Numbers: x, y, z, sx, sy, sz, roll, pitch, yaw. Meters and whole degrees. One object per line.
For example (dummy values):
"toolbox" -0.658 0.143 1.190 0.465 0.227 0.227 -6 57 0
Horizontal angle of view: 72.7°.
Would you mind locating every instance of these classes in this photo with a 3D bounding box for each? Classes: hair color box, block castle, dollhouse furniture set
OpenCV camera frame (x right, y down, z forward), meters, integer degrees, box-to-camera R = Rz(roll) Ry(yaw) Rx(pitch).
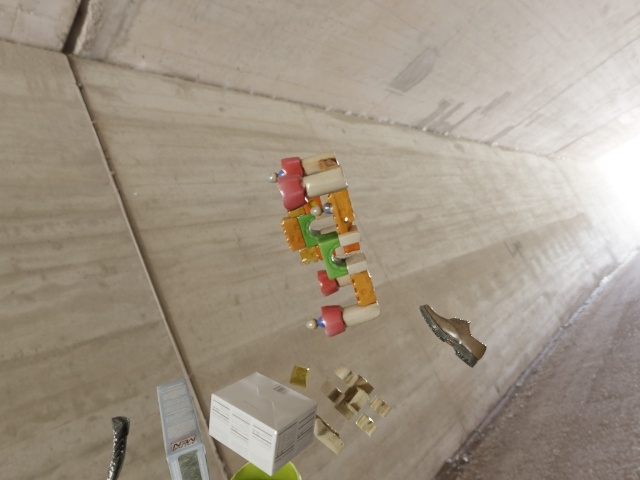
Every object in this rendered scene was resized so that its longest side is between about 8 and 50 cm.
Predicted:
"hair color box" -0.465 0.653 1.463 0.113 0.186 0.374 -11 20 -21
"block castle" 0.000 0.000 1.192 0.212 0.454 0.303 -16 23 4
"dollhouse furniture set" 0.076 0.578 1.506 0.242 0.212 0.161 -48 10 -13

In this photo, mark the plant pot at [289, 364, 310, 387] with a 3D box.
"plant pot" -0.091 0.608 1.967 0.081 0.081 0.083 16 -32 0

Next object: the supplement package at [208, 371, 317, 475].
"supplement package" -0.176 0.549 1.339 0.261 0.145 0.204 15 13 33

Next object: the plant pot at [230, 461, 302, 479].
"plant pot" -0.134 0.896 1.390 0.274 0.294 0.275 -19 29 11

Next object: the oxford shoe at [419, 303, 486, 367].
"oxford shoe" 0.392 0.262 1.293 0.096 0.227 0.083 -44 -27 -6

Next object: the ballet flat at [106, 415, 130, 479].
"ballet flat" -0.549 0.563 1.167 0.049 0.173 0.057 6 -19 -10
